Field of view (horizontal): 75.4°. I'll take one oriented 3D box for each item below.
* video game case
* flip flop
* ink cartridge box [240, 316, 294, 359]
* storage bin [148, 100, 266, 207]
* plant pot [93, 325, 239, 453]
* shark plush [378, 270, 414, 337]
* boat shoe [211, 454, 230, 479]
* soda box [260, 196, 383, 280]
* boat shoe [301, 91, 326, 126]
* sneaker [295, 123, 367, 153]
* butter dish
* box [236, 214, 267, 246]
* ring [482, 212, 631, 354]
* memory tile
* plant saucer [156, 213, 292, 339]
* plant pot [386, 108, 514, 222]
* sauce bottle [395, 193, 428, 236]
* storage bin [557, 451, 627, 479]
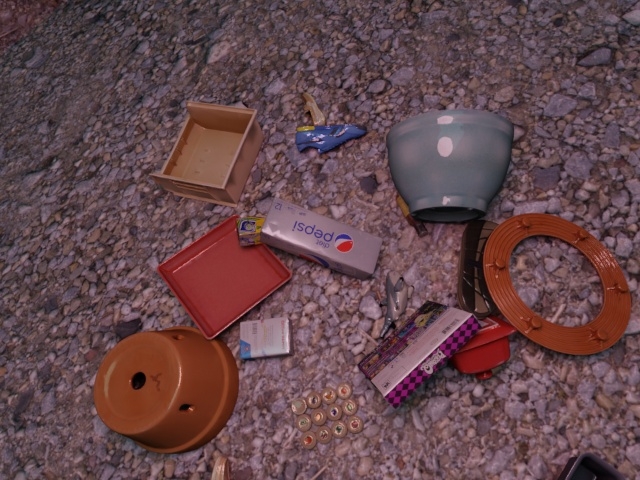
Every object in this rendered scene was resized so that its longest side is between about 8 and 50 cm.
[{"bbox_3d":[0.195,0.225,0.868,0.232,0.210,0.042,-40,95,-8],"label":"video game case"},{"bbox_3d":[0.369,0.062,0.964,0.112,0.080,0.277,18,58,7],"label":"flip flop"},{"bbox_3d":[-0.129,0.239,1.006,0.122,0.052,0.089,-9,66,9],"label":"ink cartridge box"},{"bbox_3d":[-0.329,-0.258,1.220,0.260,0.123,0.263,12,70,15],"label":"storage bin"},{"bbox_3d":[-0.356,0.322,0.931,0.290,0.203,0.291,-4,66,10],"label":"plant pot"},{"bbox_3d":[0.174,0.155,0.999,0.067,0.073,0.162,6,82,39],"label":"shark plush"},{"bbox_3d":[-0.199,0.551,0.883,0.059,0.063,0.170,-4,76,7],"label":"boat shoe"},{"bbox_3d":[0.000,0.000,1.015,0.285,0.091,0.098,20,71,-3],"label":"soda box"},{"bbox_3d":[-0.030,-0.396,1.261,0.045,0.050,0.136,-27,65,-7],"label":"boat shoe"},{"bbox_3d":[0.031,-0.295,1.207,0.209,0.069,0.082,-4,99,0],"label":"sneaker"},{"bbox_3d":[0.331,0.237,0.882,0.159,0.160,0.119,-21,90,2],"label":"butter dish"},{"bbox_3d":[-0.133,-0.031,1.088,0.168,0.059,0.054,-8,58,-15],"label":"box"},{"bbox_3d":[0.523,0.079,0.909,0.335,0.032,0.337,3,63,-5],"label":"ring"},{"bbox_3d":[0.014,0.393,0.934,0.147,0.012,0.113,-20,65,3],"label":"memory tile"},{"bbox_3d":[-0.246,0.090,1.076,0.259,0.048,0.258,-37,65,-18],"label":"plant saucer"},{"bbox_3d":[0.300,-0.152,0.978,0.292,0.293,0.197,1,80,11],"label":"plant pot"},{"bbox_3d":[0.238,-0.069,1.074,0.042,0.042,0.128,-24,67,0],"label":"sauce bottle"},{"bbox_3d":[0.486,0.470,0.765,0.098,0.091,0.135,34,78,22],"label":"storage bin"}]
